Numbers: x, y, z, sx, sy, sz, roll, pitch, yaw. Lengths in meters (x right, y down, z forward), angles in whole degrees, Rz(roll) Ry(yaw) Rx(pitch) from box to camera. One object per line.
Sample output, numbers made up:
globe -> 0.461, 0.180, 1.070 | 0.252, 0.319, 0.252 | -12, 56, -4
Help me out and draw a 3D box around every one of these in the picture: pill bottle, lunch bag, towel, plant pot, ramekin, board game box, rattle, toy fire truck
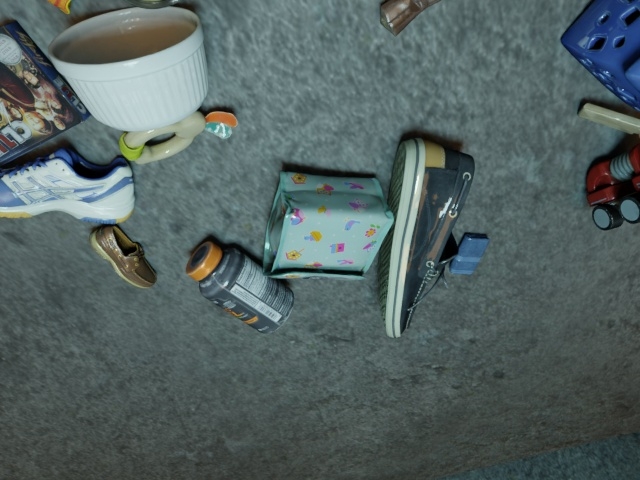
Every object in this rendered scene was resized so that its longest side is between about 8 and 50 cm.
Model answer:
pill bottle -> -0.186, 0.104, 0.931 | 0.130, 0.130, 0.245 | -36, 123, 20
lunch bag -> 0.000, 0.000, 0.855 | 0.223, 0.160, 0.262 | 2, 136, -18
towel -> 0.368, 0.034, 1.007 | 0.067, 0.029, 0.120 | 4, 128, -10
plant pot -> 0.579, -0.316, 0.625 | 0.235, 0.212, 0.236 | 23, 128, -22
ramekin -> -0.266, -0.253, 0.599 | 0.207, 0.207, 0.109 | -7, 138, -2
board game box -> -0.546, -0.228, 0.681 | 0.243, 0.042, 0.165 | -23, 127, 11
rattle -> -0.269, -0.228, 0.723 | 0.199, 0.143, 0.130 | -28, 160, -4
toy fire truck -> 0.612, -0.158, 0.812 | 0.158, 0.247, 0.217 | -16, 172, -2

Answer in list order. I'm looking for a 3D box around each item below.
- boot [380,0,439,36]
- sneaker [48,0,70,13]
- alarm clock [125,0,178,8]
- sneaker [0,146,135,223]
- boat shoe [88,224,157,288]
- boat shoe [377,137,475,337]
boot -> 0.134, -0.398, 0.637 | 0.114, 0.037, 0.106 | -29, 124, 21
sneaker -> -0.328, -0.399, 0.573 | 0.175, 0.064, 0.067 | -29, 148, 19
alarm clock -> -0.251, -0.382, 0.539 | 0.192, 0.064, 0.129 | -28, 167, -23
sneaker -> -0.498, -0.115, 0.734 | 0.296, 0.112, 0.131 | 2, 123, -29
boat shoe -> -0.422, 0.039, 0.892 | 0.060, 0.064, 0.178 | -23, 125, 14
boat shoe -> 0.216, 0.026, 0.888 | 0.155, 0.187, 0.501 | 3, 123, -2
